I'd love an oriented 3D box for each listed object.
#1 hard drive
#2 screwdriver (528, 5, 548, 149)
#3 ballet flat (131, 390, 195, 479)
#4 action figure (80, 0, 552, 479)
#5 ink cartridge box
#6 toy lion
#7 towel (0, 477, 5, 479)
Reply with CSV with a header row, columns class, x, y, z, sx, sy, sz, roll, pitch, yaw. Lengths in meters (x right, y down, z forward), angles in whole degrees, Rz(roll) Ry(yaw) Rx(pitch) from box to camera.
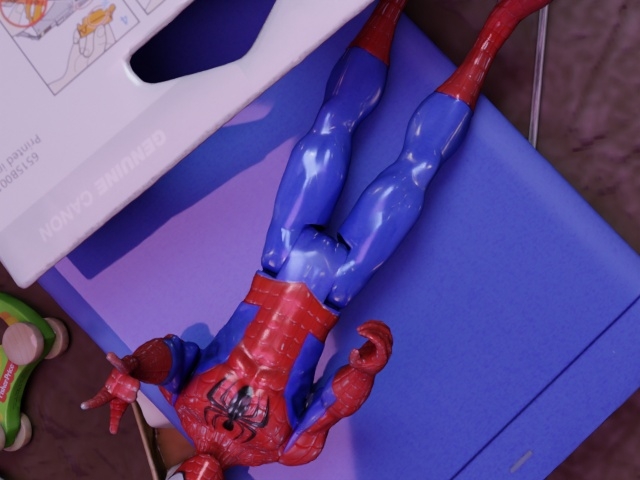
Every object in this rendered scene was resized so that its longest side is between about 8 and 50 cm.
class,x,y,z,sx,sy,sz,roll,pitch,yaw
hard drive,-0.009,-0.005,0.557,0.210,0.040,0.319,-44,88,-1
screwdriver,0.107,-0.107,0.566,0.024,0.025,0.170,6,108,15
ballet flat,-0.069,0.103,0.615,0.080,0.073,0.232,-19,92,18
action figure,0.000,0.000,0.472,0.091,0.139,0.280,27,90,2
ink cartridge box,-0.086,-0.156,0.494,0.275,0.060,0.239,-38,86,11
toy lion,-0.203,0.072,0.675,0.096,0.034,0.100,30,105,19
towel,-0.310,0.198,0.722,0.285,0.034,0.209,22,102,13
